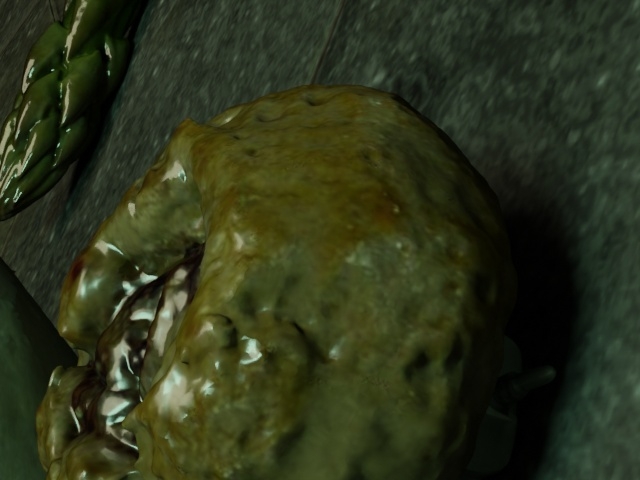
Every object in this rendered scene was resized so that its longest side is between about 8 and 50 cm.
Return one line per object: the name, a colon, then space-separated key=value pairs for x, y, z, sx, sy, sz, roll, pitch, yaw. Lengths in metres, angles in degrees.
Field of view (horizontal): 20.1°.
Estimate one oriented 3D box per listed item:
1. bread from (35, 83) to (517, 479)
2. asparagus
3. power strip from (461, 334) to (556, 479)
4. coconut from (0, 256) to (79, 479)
bread: x=-0.026 y=0.042 z=0.694 sx=0.230 sy=0.123 sz=0.230 roll=-46 pitch=28 yaw=33
asparagus: x=-0.193 y=-0.137 z=1.428 sx=0.080 sy=0.080 sz=0.287 roll=-23 pitch=40 yaw=59
power strip: x=0.013 y=0.095 z=0.745 sx=0.252 sy=0.027 sz=0.060 roll=-37 pitch=34 yaw=49
coconut: x=-0.239 y=0.140 z=0.935 sx=0.323 sy=0.323 sz=0.323 roll=-49 pitch=26 yaw=34
